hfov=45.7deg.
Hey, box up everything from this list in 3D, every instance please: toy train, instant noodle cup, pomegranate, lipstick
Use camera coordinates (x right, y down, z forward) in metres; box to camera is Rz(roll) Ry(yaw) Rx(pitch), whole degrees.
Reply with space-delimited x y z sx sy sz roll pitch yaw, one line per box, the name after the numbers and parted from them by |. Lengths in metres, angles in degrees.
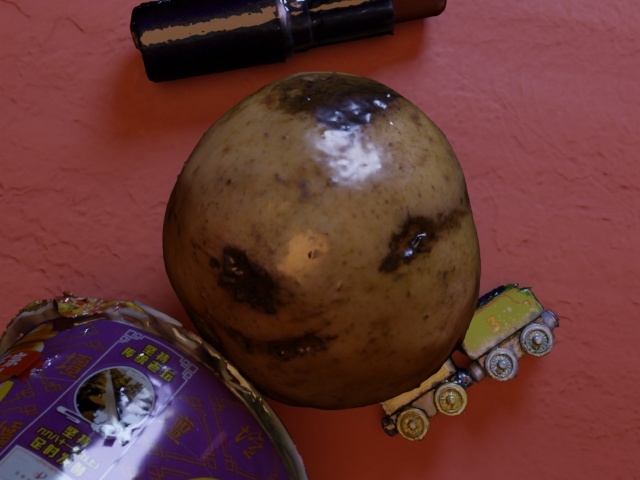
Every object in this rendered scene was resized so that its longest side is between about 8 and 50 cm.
0.138 0.117 0.747 0.202 0.060 0.081 -34 85 -1 | toy train
-0.208 0.242 0.561 0.340 0.266 0.339 12 119 22 | instant noodle cup
0.000 0.000 0.638 0.281 0.281 0.281 0 91 -2 | pomegranate
-0.028 -0.213 0.723 0.300 0.081 0.081 -12 91 -2 | lipstick
